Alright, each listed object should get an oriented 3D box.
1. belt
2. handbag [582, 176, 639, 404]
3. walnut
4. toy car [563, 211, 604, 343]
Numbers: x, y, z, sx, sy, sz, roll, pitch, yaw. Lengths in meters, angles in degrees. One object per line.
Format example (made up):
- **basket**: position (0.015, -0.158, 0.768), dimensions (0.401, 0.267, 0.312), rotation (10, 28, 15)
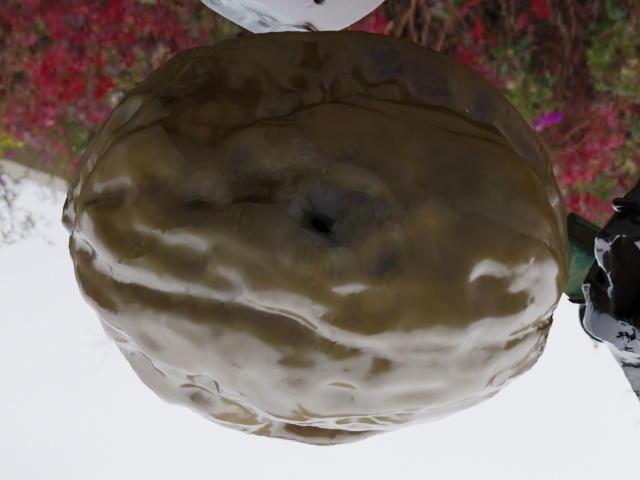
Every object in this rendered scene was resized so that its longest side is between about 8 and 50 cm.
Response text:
- **belt**: position (-0.018, -0.340, 1.240), dimensions (0.339, 0.122, 0.217), rotation (2, -107, 55)
- **handbag**: position (0.246, 0.067, 0.659), dimensions (0.113, 0.285, 0.257), rotation (9, -150, 38)
- **walnut**: position (0.000, 0.000, 0.516), dimensions (0.245, 0.198, 0.198), rotation (8, -135, -6)
- **toy car**: position (0.327, 0.079, 0.924), dimensions (0.321, 0.097, 0.141), rotation (34, -162, 12)
